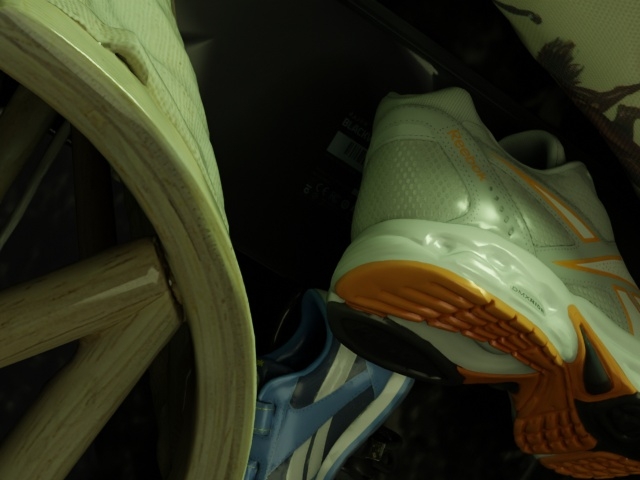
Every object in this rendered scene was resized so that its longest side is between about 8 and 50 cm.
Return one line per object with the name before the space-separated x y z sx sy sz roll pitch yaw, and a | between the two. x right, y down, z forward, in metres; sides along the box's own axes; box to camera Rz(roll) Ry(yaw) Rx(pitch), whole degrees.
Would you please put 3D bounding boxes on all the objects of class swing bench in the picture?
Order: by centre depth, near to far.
swing bench | -0.133 0.009 0.533 0.255 0.253 0.165 -36 118 10

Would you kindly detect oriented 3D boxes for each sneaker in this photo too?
sneaker | -0.021 0.083 0.716 0.059 0.053 0.144 42 77 -28
sneaker | 0.109 0.020 0.733 0.262 0.099 0.121 35 52 -43

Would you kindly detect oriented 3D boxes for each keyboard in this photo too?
keyboard | 0.000 0.000 0.747 0.317 0.033 0.201 32 90 -27

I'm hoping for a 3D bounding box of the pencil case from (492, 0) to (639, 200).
pencil case | 0.170 -0.101 0.720 0.160 0.183 0.410 -31 118 19
